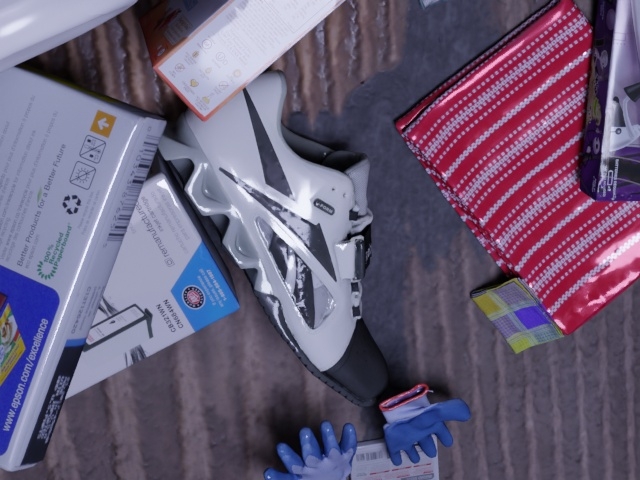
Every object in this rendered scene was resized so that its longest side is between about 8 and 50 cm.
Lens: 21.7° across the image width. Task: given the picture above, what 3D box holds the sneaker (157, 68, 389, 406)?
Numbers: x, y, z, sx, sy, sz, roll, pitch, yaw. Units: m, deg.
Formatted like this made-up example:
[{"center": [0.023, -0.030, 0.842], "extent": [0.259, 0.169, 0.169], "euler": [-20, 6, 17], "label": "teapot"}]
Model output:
[{"center": [0.000, 0.000, 1.458], "extent": [0.146, 0.122, 0.330], "euler": [-31, 114, 5], "label": "sneaker"}]

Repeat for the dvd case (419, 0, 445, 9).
[{"center": [0.131, -0.259, 1.439], "extent": [0.119, 0.013, 0.087], "euler": [-22, 114, -3], "label": "dvd case"}]

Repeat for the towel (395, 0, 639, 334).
[{"center": [0.221, -0.062, 1.527], "extent": [0.199, 0.031, 0.275], "euler": [-38, 113, 5], "label": "towel"}]

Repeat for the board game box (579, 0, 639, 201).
[{"center": [0.347, -0.205, 1.468], "extent": [0.208, 0.056, 0.347], "euler": [-3, 108, -16], "label": "board game box"}]

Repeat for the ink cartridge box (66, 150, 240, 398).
[{"center": [-0.194, 0.034, 1.455], "extent": [0.203, 0.086, 0.148], "euler": [-28, 113, 2], "label": "ink cartridge box"}]

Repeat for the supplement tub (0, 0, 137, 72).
[{"center": [-0.289, -0.271, 1.192], "extent": [0.228, 0.228, 0.316], "euler": [-25, 97, 0], "label": "supplement tub"}]

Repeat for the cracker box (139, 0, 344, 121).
[{"center": [-0.037, -0.213, 1.348], "extent": [0.232, 0.156, 0.067], "euler": [-40, 113, 6], "label": "cracker box"}]

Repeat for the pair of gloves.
[{"center": [0.045, 0.188, 1.542], "extent": [0.198, 0.023, 0.159], "euler": [-26, 151, -2], "label": "pair of gloves"}]

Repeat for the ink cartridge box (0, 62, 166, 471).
[{"center": [-0.316, -0.012, 1.365], "extent": [0.307, 0.072, 0.304], "euler": [23, 98, 19], "label": "ink cartridge box"}]

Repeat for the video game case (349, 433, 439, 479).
[{"center": [0.073, 0.247, 1.633], "extent": [0.087, 0.011, 0.122], "euler": [-8, 113, -8], "label": "video game case"}]

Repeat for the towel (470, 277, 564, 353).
[{"center": [0.184, 0.070, 1.567], "extent": [0.060, 0.009, 0.083], "euler": [-21, 119, 36], "label": "towel"}]
